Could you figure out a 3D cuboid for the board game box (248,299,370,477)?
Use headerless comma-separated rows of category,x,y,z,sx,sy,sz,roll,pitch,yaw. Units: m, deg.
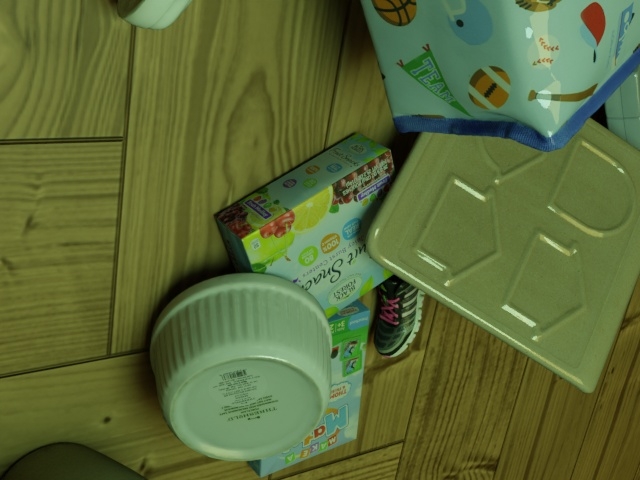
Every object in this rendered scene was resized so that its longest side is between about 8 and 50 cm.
board game box,-0.016,0.193,1.110,0.160,0.039,0.212,-14,122,-32

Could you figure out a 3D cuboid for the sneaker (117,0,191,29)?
sneaker,-0.049,-0.289,0.777,0.169,0.108,0.293,32,91,-40

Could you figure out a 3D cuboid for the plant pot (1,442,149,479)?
plant pot,-0.227,0.335,0.860,0.256,0.274,0.257,-19,125,-29

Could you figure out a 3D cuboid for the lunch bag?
lunch bag,0.221,-0.323,0.799,0.385,0.238,0.328,-42,131,-31

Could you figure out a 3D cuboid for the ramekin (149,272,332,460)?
ramekin,-0.084,0.148,0.930,0.207,0.109,0.207,-4,128,-6

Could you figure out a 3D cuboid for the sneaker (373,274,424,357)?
sneaker,0.099,0.071,1.118,0.074,0.063,0.171,14,99,-42

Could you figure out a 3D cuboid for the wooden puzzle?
wooden puzzle,0.249,-0.030,1.047,0.347,0.080,0.322,33,70,-12

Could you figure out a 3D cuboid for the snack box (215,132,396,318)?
snack box,0.000,0.000,0.996,0.207,0.070,0.175,-31,130,-19

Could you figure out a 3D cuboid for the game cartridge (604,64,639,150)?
game cartridge,0.476,-0.175,1.232,0.294,0.060,0.196,59,45,-40
